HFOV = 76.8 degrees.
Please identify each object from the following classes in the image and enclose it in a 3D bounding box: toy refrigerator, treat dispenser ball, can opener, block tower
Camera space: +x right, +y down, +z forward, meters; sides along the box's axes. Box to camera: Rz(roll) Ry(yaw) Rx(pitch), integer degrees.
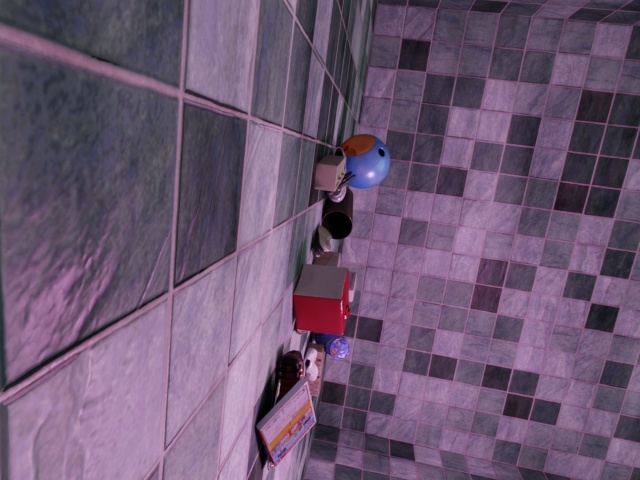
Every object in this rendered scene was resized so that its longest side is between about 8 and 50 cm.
[{"bbox_3d":[0.046,-0.284,1.670,0.269,0.094,0.102,-64,161,-69],"label":"toy refrigerator"},{"bbox_3d":[0.223,-0.419,2.143,0.288,0.288,0.288,9,90,-83],"label":"treat dispenser ball"},{"bbox_3d":[0.089,-0.263,1.852,0.186,0.059,0.073,-29,161,-24],"label":"can opener"},{"bbox_3d":[-0.038,0.734,2.298,0.091,0.097,0.336,-67,165,-64],"label":"block tower"}]

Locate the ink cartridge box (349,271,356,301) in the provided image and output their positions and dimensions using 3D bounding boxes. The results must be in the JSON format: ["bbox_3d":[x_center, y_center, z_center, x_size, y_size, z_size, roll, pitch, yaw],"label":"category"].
[{"bbox_3d":[0.081,0.230,2.137,0.153,0.208,0.087,-73,169,-52],"label":"ink cartridge box"}]

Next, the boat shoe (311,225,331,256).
[{"bbox_3d":[0.000,0.000,1.831,0.079,0.084,0.233,-43,-164,20],"label":"boat shoe"}]

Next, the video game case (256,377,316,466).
[{"bbox_3d":[-0.103,0.600,1.326,0.204,0.025,0.285,-39,140,-31],"label":"video game case"}]

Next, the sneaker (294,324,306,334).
[{"bbox_3d":[-0.056,0.309,1.700,0.192,0.086,0.064,-43,134,-28],"label":"sneaker"}]

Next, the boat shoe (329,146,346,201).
[{"bbox_3d":[0.081,-0.319,1.928,0.088,0.096,0.268,67,32,-70],"label":"boat shoe"}]

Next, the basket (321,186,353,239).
[{"bbox_3d":[0.095,-0.153,2.042,0.204,0.154,0.227,93,6,-48],"label":"basket"}]

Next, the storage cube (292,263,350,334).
[{"bbox_3d":[0.010,0.226,1.574,0.184,0.214,0.193,-72,162,-51],"label":"storage cube"}]

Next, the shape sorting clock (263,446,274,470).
[{"bbox_3d":[-0.164,0.717,1.462,0.206,0.040,0.206,9,90,-83],"label":"shape sorting clock"}]

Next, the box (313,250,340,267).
[{"bbox_3d":[0.010,0.211,1.893,0.148,0.121,0.311,91,11,-52],"label":"box"}]

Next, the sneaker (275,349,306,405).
[{"bbox_3d":[-0.101,0.514,1.435,0.135,0.097,0.276,-47,141,-77],"label":"sneaker"}]

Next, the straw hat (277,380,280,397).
[{"bbox_3d":[-0.118,0.548,1.536,0.144,0.061,0.145,9,90,-82],"label":"straw hat"}]

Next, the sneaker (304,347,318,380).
[{"bbox_3d":[-0.064,0.682,2.161,0.094,0.080,0.212,-47,140,-57],"label":"sneaker"}]

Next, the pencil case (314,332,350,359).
[{"bbox_3d":[0.061,0.591,2.353,0.133,0.119,0.306,-66,-161,-7],"label":"pencil case"}]
